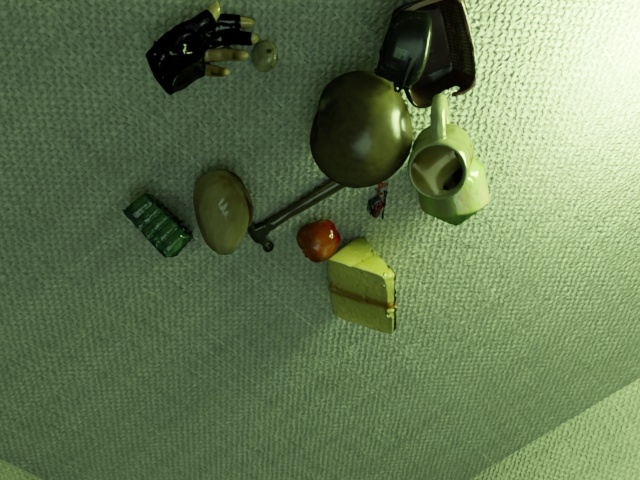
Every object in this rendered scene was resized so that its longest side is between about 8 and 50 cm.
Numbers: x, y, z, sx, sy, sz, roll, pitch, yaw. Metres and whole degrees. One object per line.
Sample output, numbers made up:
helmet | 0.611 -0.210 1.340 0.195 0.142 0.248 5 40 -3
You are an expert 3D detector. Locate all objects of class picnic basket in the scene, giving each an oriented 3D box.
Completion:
picnic basket | 0.302 -0.535 1.773 0.222 0.129 0.297 -19 124 3

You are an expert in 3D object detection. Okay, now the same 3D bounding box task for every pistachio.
pistachio | -0.304 -0.086 1.967 0.197 0.166 0.288 18 127 8

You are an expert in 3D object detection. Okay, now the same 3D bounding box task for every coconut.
coconut | 0.416 -0.155 2.003 0.236 0.204 0.236 -6 109 -19

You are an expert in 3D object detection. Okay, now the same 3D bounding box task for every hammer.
hammer | -0.040 -0.124 2.051 0.440 0.044 0.168 -30 124 11

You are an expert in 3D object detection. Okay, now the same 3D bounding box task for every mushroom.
mushroom | -0.144 -0.503 1.768 0.079 0.085 0.085 -6 133 -48

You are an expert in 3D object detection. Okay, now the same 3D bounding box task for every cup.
cup | 0.317 -0.261 1.787 0.173 0.202 0.255 -22 109 26

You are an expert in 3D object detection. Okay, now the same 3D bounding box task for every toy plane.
toy plane | 0.187 -0.125 2.088 0.060 0.037 0.145 -4 126 -11

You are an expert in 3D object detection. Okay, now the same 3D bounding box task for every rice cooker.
rice cooker | 0.214 -0.480 1.633 0.118 0.142 0.203 16 118 -5

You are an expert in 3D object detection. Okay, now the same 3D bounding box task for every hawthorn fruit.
hawthorn fruit | 0.000 0.000 2.089 0.138 0.133 0.133 -40 121 7

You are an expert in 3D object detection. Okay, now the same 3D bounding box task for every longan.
longan | 0.111 -0.305 1.797 0.319 0.319 0.319 -4 124 -6

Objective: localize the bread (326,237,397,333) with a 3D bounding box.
bread | 0.177 0.151 2.136 0.198 0.236 0.263 -39 137 -38

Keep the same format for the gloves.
gloves | -0.309 -0.512 1.683 0.301 0.152 0.197 -17 146 -5

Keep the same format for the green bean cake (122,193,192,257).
green bean cake | -0.493 -0.051 1.979 0.208 0.193 0.107 45 90 -6
